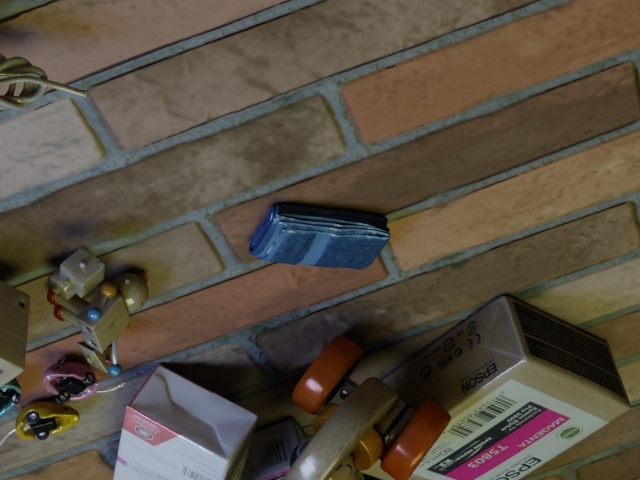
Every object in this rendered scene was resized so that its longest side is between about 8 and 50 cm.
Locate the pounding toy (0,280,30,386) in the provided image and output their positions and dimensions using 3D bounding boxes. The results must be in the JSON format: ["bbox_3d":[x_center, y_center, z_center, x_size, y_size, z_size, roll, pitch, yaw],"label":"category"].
[{"bbox_3d":[-0.384,0.072,1.400,0.181,0.094,0.206,-33,131,30],"label":"pounding toy"}]

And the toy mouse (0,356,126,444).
[{"bbox_3d":[-0.271,0.139,1.573,0.161,0.031,0.143,-19,144,4],"label":"toy mouse"}]

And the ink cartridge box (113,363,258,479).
[{"bbox_3d":[-0.140,0.224,1.662,0.115,0.067,0.198,27,140,8],"label":"ink cartridge box"}]

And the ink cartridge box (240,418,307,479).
[{"bbox_3d":[-0.050,0.331,1.888,0.176,0.069,0.371,-21,146,7],"label":"ink cartridge box"}]

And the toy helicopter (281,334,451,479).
[{"bbox_3d":[-0.034,0.277,1.625,0.355,0.140,0.235,-58,171,34],"label":"toy helicopter"}]

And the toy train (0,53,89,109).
[{"bbox_3d":[-0.311,-0.088,1.207,0.248,0.105,0.143,10,147,-31],"label":"toy train"}]

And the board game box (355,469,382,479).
[{"bbox_3d":[0.099,0.303,1.810,0.048,0.170,0.141,-30,142,17],"label":"board game box"}]

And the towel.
[{"bbox_3d":[0.000,0.000,1.490,0.119,0.029,0.067,5,140,-27],"label":"towel"}]

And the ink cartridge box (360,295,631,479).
[{"bbox_3d":[0.174,0.175,1.739,0.193,0.088,0.235,25,127,-40],"label":"ink cartridge box"}]

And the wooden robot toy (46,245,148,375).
[{"bbox_3d":[-0.191,0.047,1.473,0.079,0.076,0.173,-43,151,-23],"label":"wooden robot toy"}]
